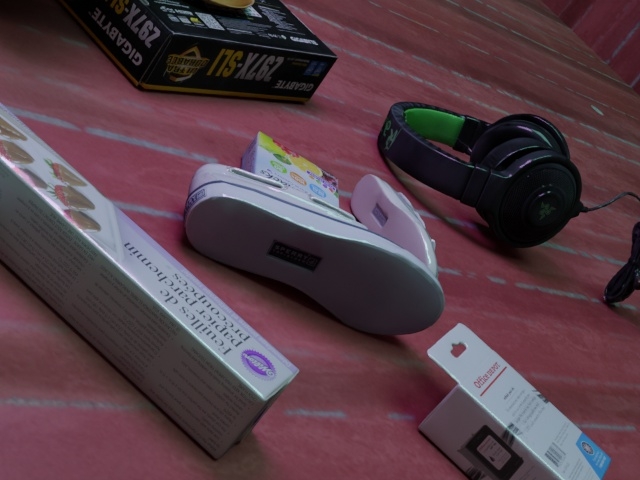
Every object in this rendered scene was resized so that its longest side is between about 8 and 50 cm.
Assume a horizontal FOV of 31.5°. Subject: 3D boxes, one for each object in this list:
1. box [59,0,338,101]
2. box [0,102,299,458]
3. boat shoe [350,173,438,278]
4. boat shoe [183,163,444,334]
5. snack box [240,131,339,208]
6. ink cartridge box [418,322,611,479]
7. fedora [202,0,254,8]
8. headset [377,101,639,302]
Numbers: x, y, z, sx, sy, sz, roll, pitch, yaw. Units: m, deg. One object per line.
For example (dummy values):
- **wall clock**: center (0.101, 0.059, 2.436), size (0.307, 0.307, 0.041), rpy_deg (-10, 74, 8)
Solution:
- **box**: center (-0.159, -0.274, 1.313), size (0.257, 0.079, 0.322), rpy_deg (45, 25, 21)
- **box**: center (-0.161, 0.016, 0.802), size (0.324, 0.067, 0.063), rpy_deg (40, 24, 8)
- **boat shoe**: center (0.088, -0.001, 1.195), size (0.063, 0.066, 0.184), rpy_deg (20, 19, -32)
- **boat shoe**: center (0.000, 0.000, 1.018), size (0.258, 0.095, 0.084), rpy_deg (29, 30, -22)
- **snack box**: center (-0.030, -0.043, 1.123), size (0.100, 0.037, 0.141), rpy_deg (30, 25, -16)
- **ink cartridge box**: center (0.156, 0.163, 0.982), size (0.180, 0.060, 0.104), rpy_deg (43, 25, 11)
- **fedora**: center (-0.143, -0.337, 1.259), size (0.194, 0.079, 0.194), rpy_deg (31, 25, -16)
- **headset**: center (0.255, -0.056, 1.479), size (0.394, 0.185, 0.243), rpy_deg (20, 22, -3)
